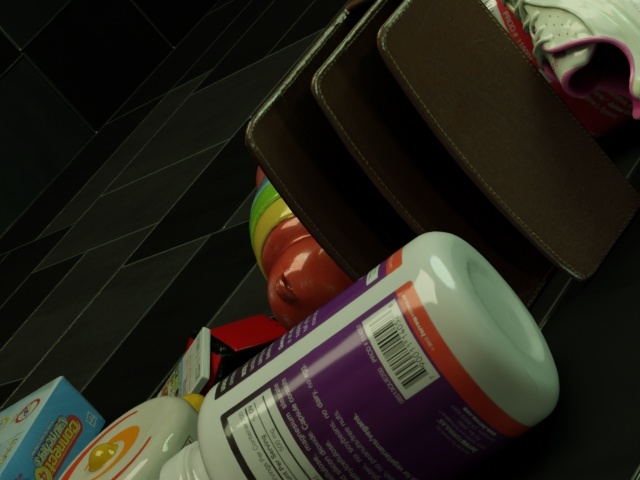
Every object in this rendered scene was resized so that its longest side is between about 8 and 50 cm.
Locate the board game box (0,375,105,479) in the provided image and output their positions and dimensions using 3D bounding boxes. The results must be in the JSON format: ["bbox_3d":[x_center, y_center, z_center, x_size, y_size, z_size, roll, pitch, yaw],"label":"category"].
[{"bbox_3d":[-0.447,0.345,2.248,0.302,0.086,0.308,-30,20,34],"label":"board game box"}]

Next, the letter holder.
[{"bbox_3d":[0.108,-0.061,1.634,0.152,0.302,0.214,-17,30,55],"label":"letter holder"}]

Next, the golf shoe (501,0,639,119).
[{"bbox_3d":[0.219,-0.212,1.624,0.306,0.115,0.140,29,73,33],"label":"golf shoe"}]

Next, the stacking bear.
[{"bbox_3d":[0.000,0.000,2.008,0.164,0.175,0.289,-34,25,19],"label":"stacking bear"}]

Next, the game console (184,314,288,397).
[{"bbox_3d":[-0.102,0.145,2.103,0.144,0.085,0.124,-162,88,-72],"label":"game console"}]

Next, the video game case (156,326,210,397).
[{"bbox_3d":[-0.158,0.169,2.070,0.122,0.011,0.087,-55,22,31],"label":"video game case"}]

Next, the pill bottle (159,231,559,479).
[{"bbox_3d":[0.026,0.148,1.503,0.323,0.181,0.181,-37,17,17],"label":"pill bottle"}]

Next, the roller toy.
[{"bbox_3d":[-0.167,0.250,1.744,0.209,0.146,0.191,-42,17,-3],"label":"roller toy"}]

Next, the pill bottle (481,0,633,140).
[{"bbox_3d":[0.314,-0.254,1.791,0.407,0.229,0.229,-31,19,31],"label":"pill bottle"}]
